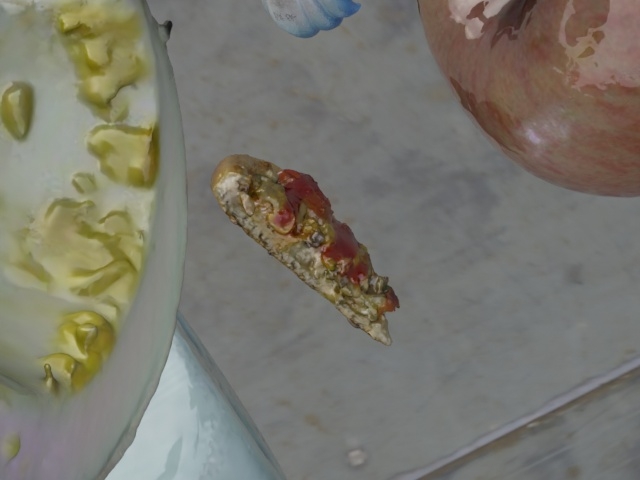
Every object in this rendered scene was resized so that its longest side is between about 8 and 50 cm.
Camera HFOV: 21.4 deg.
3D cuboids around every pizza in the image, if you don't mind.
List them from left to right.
[{"bbox_3d":[0.000,0.000,1.351,0.062,0.188,0.199,-44,88,10],"label":"pizza"}]

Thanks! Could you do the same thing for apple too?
[{"bbox_3d":[0.203,-0.189,1.089,0.345,0.269,0.344,27,133,34],"label":"apple"}]

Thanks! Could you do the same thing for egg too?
[{"bbox_3d":[-0.173,0.009,0.836,0.162,0.206,0.271,5,61,16],"label":"egg"}]

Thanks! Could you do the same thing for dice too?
[{"bbox_3d":[-0.195,0.182,1.393,0.268,0.264,0.262,-33,67,-1],"label":"dice"}]

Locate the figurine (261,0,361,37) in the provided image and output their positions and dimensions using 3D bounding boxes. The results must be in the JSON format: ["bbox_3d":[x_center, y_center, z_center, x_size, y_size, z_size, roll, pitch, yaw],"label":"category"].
[{"bbox_3d":[-0.014,-0.221,1.494,0.114,0.114,0.079,11,55,16],"label":"figurine"}]
